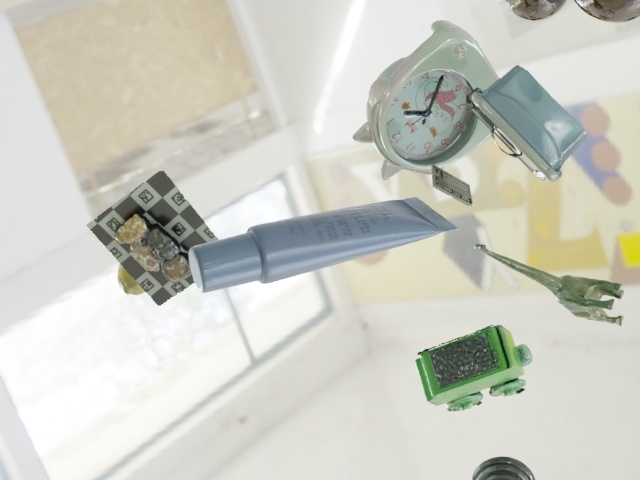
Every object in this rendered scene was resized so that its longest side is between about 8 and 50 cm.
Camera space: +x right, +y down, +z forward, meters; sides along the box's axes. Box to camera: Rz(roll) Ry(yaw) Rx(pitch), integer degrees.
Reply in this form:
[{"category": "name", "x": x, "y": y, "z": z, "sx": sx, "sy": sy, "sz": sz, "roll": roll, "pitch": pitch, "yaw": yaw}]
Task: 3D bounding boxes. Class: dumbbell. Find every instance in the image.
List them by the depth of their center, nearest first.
[{"category": "dumbbell", "x": 0.290, "y": 0.439, "z": 1.776, "sx": 0.110, "sy": 0.110, "sz": 0.254, "roll": -17, "pitch": -167, "yaw": 17}]

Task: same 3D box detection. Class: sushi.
[{"category": "sushi", "x": -0.300, "y": 0.010, "z": 2.040, "sx": 0.192, "sy": 0.215, "sz": 0.050, "roll": -33, "pitch": -162, "yaw": 18}]

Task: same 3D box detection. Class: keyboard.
[{"category": "keyboard", "x": 0.255, "y": -0.106, "z": 2.140, "sx": 0.015, "sy": 0.049, "sz": 0.129, "roll": -17, "pitch": 153, "yaw": 36}]

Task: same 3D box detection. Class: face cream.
[{"category": "face cream", "x": 0.000, "y": 0.000, "z": 1.617, "sx": 0.385, "sy": 0.086, "sz": 0.135, "roll": -13, "pitch": -153, "yaw": -19}]

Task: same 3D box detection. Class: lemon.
[{"category": "lemon", "x": -0.379, "y": 0.069, "z": 2.285, "sx": 0.082, "sy": 0.082, "sz": 0.110, "roll": -14, "pitch": -141, "yaw": 26}]

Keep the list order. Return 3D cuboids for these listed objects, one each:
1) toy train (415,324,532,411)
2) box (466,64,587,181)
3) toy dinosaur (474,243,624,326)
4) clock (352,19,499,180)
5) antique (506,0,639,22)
[{"category": "toy train", "x": 0.323, "y": 0.274, "z": 2.348, "sx": 0.243, "sy": 0.132, "sz": 0.188, "roll": -23, "pitch": 154, "yaw": 19}, {"category": "box", "x": 0.381, "y": -0.215, "z": 2.056, "sx": 0.130, "sy": 0.227, "sz": 0.162, "roll": -43, "pitch": 180, "yaw": 5}, {"category": "toy dinosaur", "x": 0.540, "y": 0.119, "z": 2.547, "sx": 0.301, "sy": 0.087, "sz": 0.447, "roll": 8, "pitch": 161, "yaw": 24}, {"category": "clock", "x": 0.218, "y": -0.276, "z": 2.310, "sx": 0.324, "sy": 0.265, "sz": 0.108, "roll": -38, "pitch": -147, "yaw": 0}, {"category": "antique", "x": 0.393, "y": -0.396, "z": 1.667, "sx": 0.257, "sy": 0.143, "sz": 0.121, "roll": 4, "pitch": 172, "yaw": 28}]
